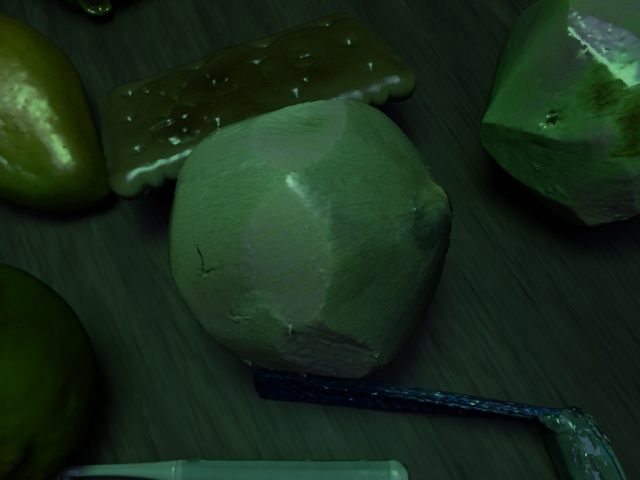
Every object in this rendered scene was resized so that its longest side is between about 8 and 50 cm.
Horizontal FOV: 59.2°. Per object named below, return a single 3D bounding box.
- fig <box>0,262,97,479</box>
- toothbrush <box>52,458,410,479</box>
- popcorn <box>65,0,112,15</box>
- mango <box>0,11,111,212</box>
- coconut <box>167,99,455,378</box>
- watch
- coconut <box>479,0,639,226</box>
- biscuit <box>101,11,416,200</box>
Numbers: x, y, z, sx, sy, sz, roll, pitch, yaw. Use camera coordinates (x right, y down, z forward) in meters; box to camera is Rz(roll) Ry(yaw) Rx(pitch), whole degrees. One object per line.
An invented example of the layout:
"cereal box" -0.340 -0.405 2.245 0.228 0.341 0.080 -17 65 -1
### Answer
"fig" -0.302 0.105 0.469 0.207 0.207 0.230 -26 60 -8
"toothbrush" -0.097 0.200 0.477 0.343 0.025 0.030 -7 74 13
"popcorn" -0.294 -0.398 0.696 0.186 0.167 0.187 -36 67 -13
"mango" -0.350 -0.149 0.628 0.176 0.119 0.317 -40 80 -16
"coconut" 0.001 0.000 0.471 0.231 0.227 0.227 -2 62 40
"watch" 0.107 0.204 0.489 0.275 0.068 0.276 -20 68 -1
"coconut" 0.261 -0.132 0.542 0.236 0.235 0.204 -19 34 -5
"biscuit" -0.081 -0.163 0.613 0.325 0.044 0.217 -20 45 -5
